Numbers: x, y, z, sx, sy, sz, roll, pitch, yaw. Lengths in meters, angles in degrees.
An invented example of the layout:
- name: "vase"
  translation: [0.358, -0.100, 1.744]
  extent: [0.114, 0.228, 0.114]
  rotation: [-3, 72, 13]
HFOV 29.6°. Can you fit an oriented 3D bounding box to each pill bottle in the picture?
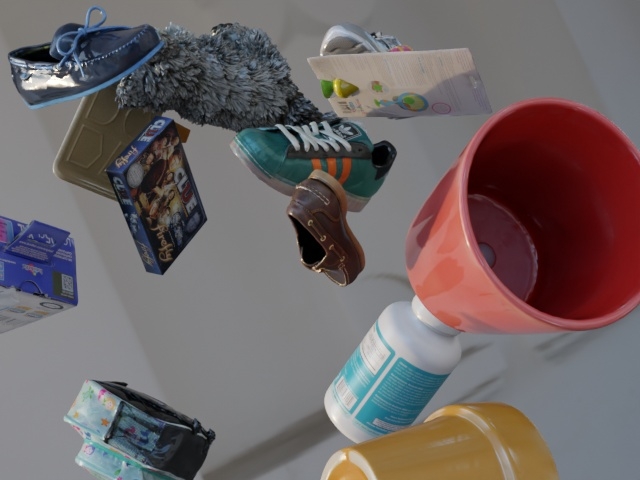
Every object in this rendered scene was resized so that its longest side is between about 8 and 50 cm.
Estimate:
- name: "pill bottle"
  translation: [0.129, 0.200, 1.941]
  extent: [0.264, 0.146, 0.146]
  rotation: [-56, -18, 25]

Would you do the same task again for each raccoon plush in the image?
- name: "raccoon plush"
  translation: [-0.154, -0.282, 2.216]
  extent: [0.446, 0.216, 0.299]
  rotation: [16, 13, 22]

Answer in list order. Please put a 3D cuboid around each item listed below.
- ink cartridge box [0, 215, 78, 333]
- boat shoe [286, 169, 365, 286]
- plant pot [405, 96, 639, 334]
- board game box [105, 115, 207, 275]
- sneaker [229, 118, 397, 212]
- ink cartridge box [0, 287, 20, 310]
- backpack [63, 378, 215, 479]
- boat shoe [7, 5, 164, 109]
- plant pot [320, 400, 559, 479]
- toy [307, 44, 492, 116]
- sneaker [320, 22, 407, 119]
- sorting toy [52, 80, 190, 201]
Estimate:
- name: "ink cartridge box"
  translation: [-0.642, 0.070, 2.256]
  extent: [0.395, 0.151, 0.270]
  rotation: [-18, -22, 28]
- name: "boat shoe"
  translation: [0.000, 0.000, 1.456]
  extent: [0.073, 0.073, 0.207]
  rotation: [-55, -30, -22]
- name: "plant pot"
  translation: [0.238, -0.004, 1.465]
  extent: [0.274, 0.275, 0.243]
  rotation: [-24, -6, -24]
- name: "board game box"
  translation: [-0.294, -0.081, 2.205]
  extent: [0.042, 0.243, 0.165]
  rotation: [11, 47, 28]
- name: "sneaker"
  translation: [-0.004, -0.129, 1.732]
  extent: [0.302, 0.108, 0.121]
  rotation: [12, -59, -53]
- name: "ink cartridge box"
  translation: [-0.500, 0.099, 1.825]
  extent: [0.083, 0.028, 0.048]
  rotation: [-21, -2, 36]
- name: "backpack"
  translation: [-0.356, 0.370, 2.278]
  extent: [0.191, 0.253, 0.225]
  rotation: [-58, -20, -9]
- name: "boat shoe"
  translation: [-0.315, -0.233, 1.544]
  extent: [0.258, 0.089, 0.109]
  rotation: [-14, 26, 33]
- name: "plant pot"
  translation: [0.108, 0.269, 1.228]
  extent: [0.187, 0.205, 0.205]
  rotation: [2, -18, -30]
- name: "toy"
  translation: [0.115, -0.234, 1.704]
  extent: [0.237, 0.056, 0.137]
  rotation: [-2, -33, 23]
- name: "sneaker"
  translation: [0.079, -0.292, 1.957]
  extent: [0.105, 0.115, 0.281]
  rotation: [-9, -20, 24]
- name: "sorting toy"
  translation: [-0.375, -0.191, 2.309]
  extent: [0.041, 0.229, 0.307]
  rotation: [19, -3, 31]
